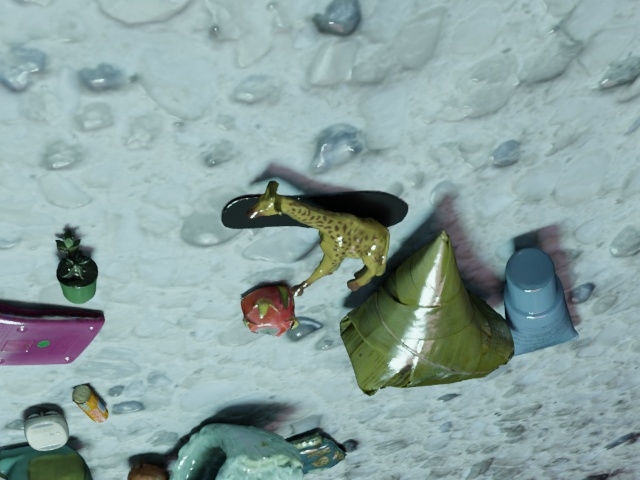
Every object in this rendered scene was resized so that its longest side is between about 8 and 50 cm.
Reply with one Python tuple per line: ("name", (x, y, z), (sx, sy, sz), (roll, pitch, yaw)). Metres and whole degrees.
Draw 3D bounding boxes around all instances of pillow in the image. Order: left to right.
("pillow", (-0.087, 0.439, 1.949), (0.255, 0.034, 0.189), (-22, 150, 8))

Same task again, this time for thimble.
("thimble", (-0.151, 0.418, 1.716), (0.171, 0.205, 0.250), (15, 138, -34))

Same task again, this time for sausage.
("sausage", (-0.348, 0.254, 1.534), (0.031, 0.031, 0.107), (-15, 148, -1))
("sausage", (-0.317, 0.488, 1.877), (0.087, 0.079, 0.327), (-17, 152, -19))

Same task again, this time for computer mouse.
("computer mouse", (-0.422, 0.288, 1.548), (0.065, 0.039, 0.096), (-10, 141, -9))

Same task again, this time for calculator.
("calculator", (-0.386, 0.127, 1.314), (0.190, 0.034, 0.126), (9, 139, -36))

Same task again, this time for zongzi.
("zongzi", (0.204, 0.091, 1.426), (0.273, 0.145, 0.300), (1, 139, -32))

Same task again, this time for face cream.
("face cream", (0.337, 0.113, 1.572), (0.135, 0.086, 0.385), (-17, 154, 7))

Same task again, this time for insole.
("insole", (-0.002, -0.036, 1.252), (0.253, 0.005, 0.086), (0, 145, -25))

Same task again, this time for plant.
("plant", (-0.288, 0.031, 1.188), (0.051, 0.051, 0.102), (-8, 143, -13))

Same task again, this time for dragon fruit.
("dragon fruit", (-0.063, 0.097, 1.386), (0.083, 0.056, 0.060), (17, 137, -39))

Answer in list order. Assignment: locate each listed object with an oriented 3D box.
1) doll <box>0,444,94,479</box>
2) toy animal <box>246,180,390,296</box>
("doll", (-0.447, 0.458, 1.682), (0.161, 0.177, 0.261), (-8, 144, -12))
("toy animal", (0.009, -0.003, 1.251), (0.149, 0.054, 0.275), (-16, 151, 6))
